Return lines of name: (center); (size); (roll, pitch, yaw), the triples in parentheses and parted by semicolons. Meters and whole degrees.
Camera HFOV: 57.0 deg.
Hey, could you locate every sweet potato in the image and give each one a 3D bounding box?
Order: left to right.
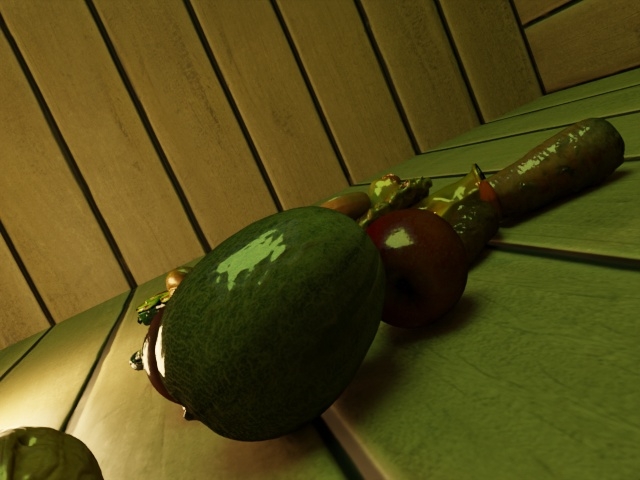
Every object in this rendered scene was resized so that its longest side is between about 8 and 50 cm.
sweet potato: (0.291, -0.026, 1.152); (0.114, 0.092, 0.341); (-38, -1, 34)

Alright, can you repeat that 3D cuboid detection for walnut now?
walnut: (-0.325, 0.293, 0.620); (0.193, 0.193, 0.225); (-26, 9, -12)

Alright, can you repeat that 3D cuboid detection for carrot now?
carrot: (0.483, -0.148, 1.238); (0.301, 0.139, 0.139); (-24, 9, -1)

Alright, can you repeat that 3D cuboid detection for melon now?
melon: (-0.054, 0.101, 0.760); (0.329, 0.249, 0.248); (-46, 16, -17)

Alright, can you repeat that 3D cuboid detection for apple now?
apple: (0.133, 0.043, 0.901); (0.180, 0.181, 0.168); (-19, 16, 28)

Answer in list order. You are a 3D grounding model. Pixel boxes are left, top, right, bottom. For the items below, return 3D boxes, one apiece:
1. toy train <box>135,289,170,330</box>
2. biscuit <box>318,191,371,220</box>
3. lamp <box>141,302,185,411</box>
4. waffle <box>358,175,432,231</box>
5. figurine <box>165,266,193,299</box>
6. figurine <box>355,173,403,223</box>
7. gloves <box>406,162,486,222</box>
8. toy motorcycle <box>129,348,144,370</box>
toy train: (-0.398, 0.176, 1.722); (0.296, 0.101, 0.160); (-20, 8, 23)
biscuit: (0.004, -0.048, 1.885); (0.354, 0.052, 0.275); (-28, -16, 21)
lamp: (-0.213, 0.189, 1.008); (0.180, 0.180, 0.258); (-26, 8, -11)
waffle: (0.178, -0.062, 1.527); (0.291, 0.051, 0.291); (-35, -17, -12)
figurine: (-0.233, 0.122, 1.338); (0.228, 0.215, 0.215); (-34, 7, 13)
figurine: (0.192, -0.128, 1.941); (0.246, 0.131, 0.156); (-35, 3, 44)
gloves: (0.286, -0.070, 1.476); (0.294, 0.116, 0.133); (-30, -21, 19)
toy motorcycle: (-0.275, 0.221, 1.201); (0.228, 0.074, 0.151); (-5, 25, 30)
